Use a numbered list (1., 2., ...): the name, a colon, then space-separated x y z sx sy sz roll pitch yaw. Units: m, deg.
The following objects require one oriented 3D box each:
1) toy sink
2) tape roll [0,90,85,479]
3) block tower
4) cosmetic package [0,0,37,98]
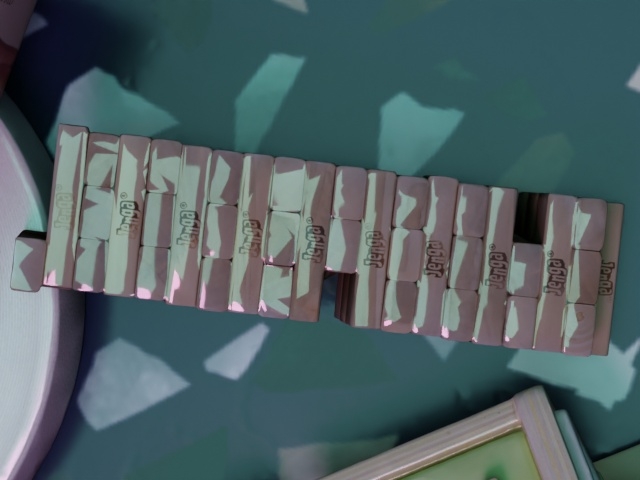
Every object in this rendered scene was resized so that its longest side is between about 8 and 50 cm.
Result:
1. toy sink: 0.109 0.183 1.083 0.234 0.131 0.152 -22 53 7
2. tape roll: -0.335 0.036 1.201 0.392 0.072 0.392 0 91 8
3. block tower: 0.000 0.000 1.112 0.336 0.091 0.097 6 91 -6
4. cosmetic package: -0.270 -0.035 1.082 0.129 0.153 0.296 21 94 5
